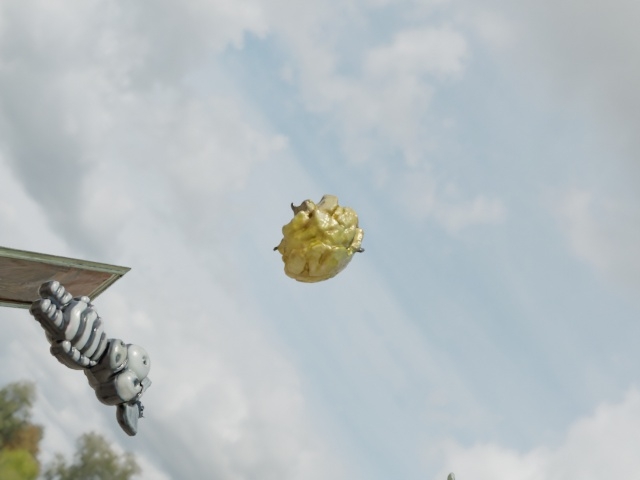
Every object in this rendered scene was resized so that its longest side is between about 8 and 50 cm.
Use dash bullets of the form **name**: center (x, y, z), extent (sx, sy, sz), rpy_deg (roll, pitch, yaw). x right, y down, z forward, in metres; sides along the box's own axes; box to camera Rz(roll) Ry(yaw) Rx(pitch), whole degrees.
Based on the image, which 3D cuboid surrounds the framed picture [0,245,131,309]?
- **framed picture**: center (-0.485, 0.072, 1.778), extent (0.216, 0.273, 0.016), rpy_deg (-35, -125, 44)

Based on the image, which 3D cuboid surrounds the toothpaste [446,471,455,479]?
- **toothpaste**: center (0.112, 0.279, 0.914), extent (0.218, 0.041, 0.064), rpy_deg (91, -13, -48)

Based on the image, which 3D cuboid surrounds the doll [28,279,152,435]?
- **doll**: center (-0.261, 0.135, 1.254), extent (0.067, 0.091, 0.219), rpy_deg (-18, -54, 22)

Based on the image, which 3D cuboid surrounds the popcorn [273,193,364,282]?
- **popcorn**: center (0.000, 0.000, 1.785), extent (0.152, 0.167, 0.148), rpy_deg (27, -66, 9)
